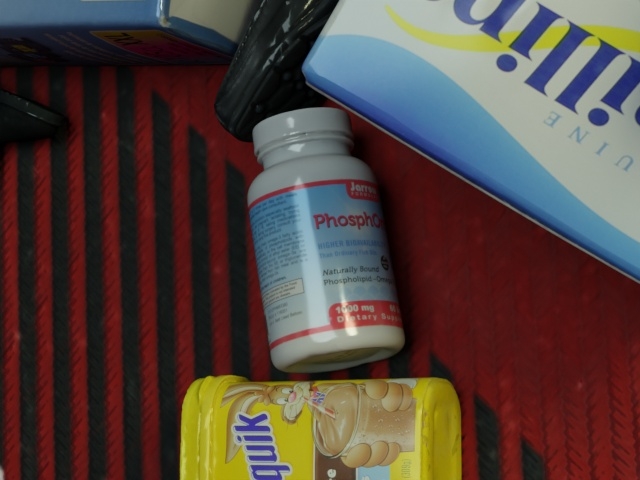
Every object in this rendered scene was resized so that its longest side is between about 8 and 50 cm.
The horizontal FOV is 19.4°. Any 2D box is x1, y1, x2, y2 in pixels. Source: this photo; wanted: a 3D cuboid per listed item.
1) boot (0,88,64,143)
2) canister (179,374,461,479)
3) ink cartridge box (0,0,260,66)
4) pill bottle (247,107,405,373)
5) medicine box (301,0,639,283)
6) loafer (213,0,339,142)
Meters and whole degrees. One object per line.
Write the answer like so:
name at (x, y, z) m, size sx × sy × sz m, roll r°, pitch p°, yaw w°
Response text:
boot at (-0.247, -0.064, 1.368) m, size 0.121 × 0.045 × 0.099 m, roll 20°, pitch 89°, yaw 36°
canister at (0.001, 0.147, 1.191) m, size 0.170 × 0.073 × 0.126 m, roll -4°, pitch 81°, yaw 25°
ink cartridge box at (-0.228, -0.262, 1.332) m, size 0.395 × 0.151 × 0.270 m, roll 2°, pitch 83°, yaw 29°
pill bottle at (0.000, 0.000, 1.205) m, size 0.087 × 0.087 × 0.160 m, roll -16°, pitch 76°, yaw 25°
medicine box at (0.177, -0.148, 1.054) m, size 0.263 × 0.149 × 0.289 m, roll 31°, pitch 97°, yaw 5°
loafer at (-0.004, -0.167, 1.244) m, size 0.078 × 0.076 × 0.223 m, roll 37°, pitch 95°, yaw 32°
